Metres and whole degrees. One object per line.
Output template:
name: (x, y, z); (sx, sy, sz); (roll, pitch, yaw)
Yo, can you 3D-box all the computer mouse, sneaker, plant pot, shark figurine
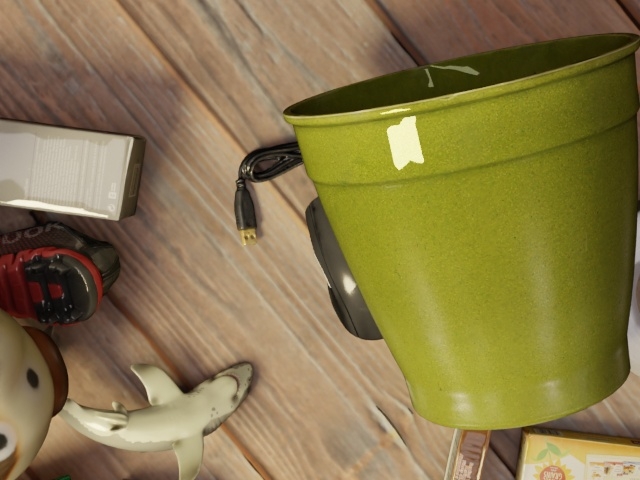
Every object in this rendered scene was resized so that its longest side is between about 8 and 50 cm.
computer mouse: (0.000, 0.000, 1.425); (0.184, 0.060, 0.262); (-13, 94, 0)
sneaker: (-0.348, 0.036, 1.413); (0.276, 0.135, 0.097); (1, 111, 23)
plant pot: (0.176, -0.004, 1.295); (0.366, 0.366, 0.353); (-12, 102, 1)
shark figurine: (-0.226, 0.209, 1.427); (0.278, 0.116, 0.166); (9, 61, -8)

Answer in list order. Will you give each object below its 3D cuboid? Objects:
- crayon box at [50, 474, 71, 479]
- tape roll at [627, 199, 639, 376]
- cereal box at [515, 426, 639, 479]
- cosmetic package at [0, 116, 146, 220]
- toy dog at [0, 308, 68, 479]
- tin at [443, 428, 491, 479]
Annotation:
crayon box: (-0.394, 0.383, 1.398); (0.278, 0.081, 0.165); (-19, 85, 19)
tape roll: (0.412, 0.056, 1.422); (0.219, 0.072, 0.219); (0, 93, 0)
cereal box: (0.309, 0.348, 1.455); (0.173, 0.047, 0.240); (7, 95, -1)
cosmetic package: (-0.326, -0.086, 1.389); (0.238, 0.127, 0.107); (10, 95, -2)
toy dog: (-0.468, 0.119, 1.267); (0.408, 0.284, 0.395); (26, 131, 13)
tin: (0.165, 0.263, 1.423); (0.040, 0.106, 0.189); (12, 93, 7)
